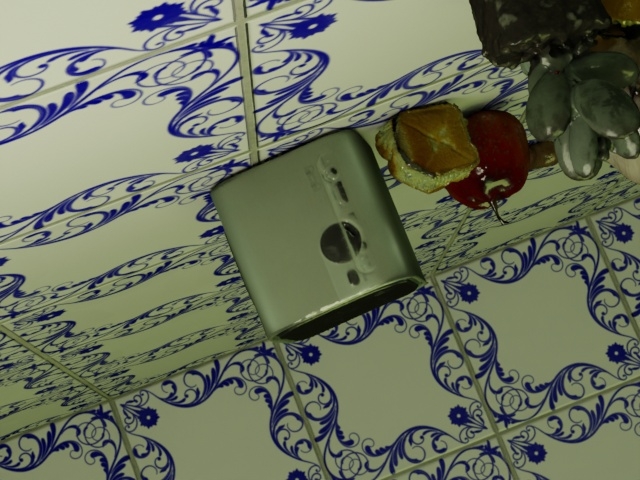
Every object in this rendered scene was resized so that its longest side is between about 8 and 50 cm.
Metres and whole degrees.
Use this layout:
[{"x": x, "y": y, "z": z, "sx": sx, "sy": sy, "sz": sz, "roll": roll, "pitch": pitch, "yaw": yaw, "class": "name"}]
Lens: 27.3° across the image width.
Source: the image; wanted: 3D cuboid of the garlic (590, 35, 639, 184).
[{"x": 0.462, "y": -0.222, "z": 1.754, "sx": 0.322, "sy": 0.322, "sz": 0.241, "roll": -18, "pitch": 166, "yaw": -20, "class": "garlic"}]

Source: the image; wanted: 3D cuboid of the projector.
[{"x": 0.000, "y": 0.000, "z": 2.040, "sx": 0.249, "sy": 0.249, "sz": 0.248, "roll": -23, "pitch": 170, "yaw": 8, "class": "projector"}]

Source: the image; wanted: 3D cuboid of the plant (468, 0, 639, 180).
[{"x": 0.278, "y": -0.204, "z": 1.524, "sx": 0.149, "sy": 0.274, "sz": 0.146, "roll": -22, "pitch": 164, "yaw": -6, "class": "plant"}]

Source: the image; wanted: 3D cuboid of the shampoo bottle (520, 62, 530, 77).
[{"x": 0.370, "y": -0.268, "z": 1.966, "sx": 0.065, "sy": 0.065, "sz": 0.204, "roll": -29, "pitch": 167, "yaw": 36, "class": "shampoo bottle"}]

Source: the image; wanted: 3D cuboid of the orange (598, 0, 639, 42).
[{"x": 0.393, "y": -0.314, "z": 1.627, "sx": 0.160, "sy": 0.112, "sz": 0.170, "roll": -20, "pitch": -147, "yaw": 16, "class": "orange"}]

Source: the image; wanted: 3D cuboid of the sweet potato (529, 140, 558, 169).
[{"x": 0.404, "y": -0.161, "z": 2.584, "sx": 0.218, "sy": 0.051, "sz": 0.065, "roll": -13, "pitch": 170, "yaw": -37, "class": "sweet potato"}]

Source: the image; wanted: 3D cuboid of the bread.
[{"x": 0.165, "y": -0.138, "z": 2.009, "sx": 0.140, "sy": 0.128, "sz": 0.069, "roll": -17, "pitch": 164, "yaw": -26, "class": "bread"}]

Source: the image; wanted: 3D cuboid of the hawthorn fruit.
[{"x": 0.274, "y": -0.116, "z": 2.169, "sx": 0.157, "sy": 0.194, "sz": 0.157, "roll": -12, "pitch": 162, "yaw": -4, "class": "hawthorn fruit"}]
